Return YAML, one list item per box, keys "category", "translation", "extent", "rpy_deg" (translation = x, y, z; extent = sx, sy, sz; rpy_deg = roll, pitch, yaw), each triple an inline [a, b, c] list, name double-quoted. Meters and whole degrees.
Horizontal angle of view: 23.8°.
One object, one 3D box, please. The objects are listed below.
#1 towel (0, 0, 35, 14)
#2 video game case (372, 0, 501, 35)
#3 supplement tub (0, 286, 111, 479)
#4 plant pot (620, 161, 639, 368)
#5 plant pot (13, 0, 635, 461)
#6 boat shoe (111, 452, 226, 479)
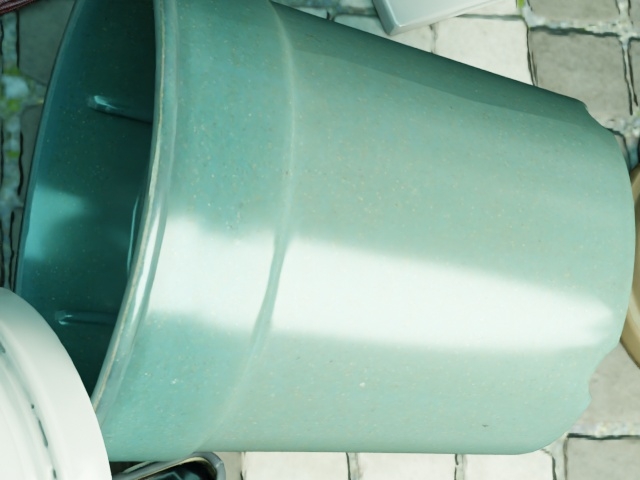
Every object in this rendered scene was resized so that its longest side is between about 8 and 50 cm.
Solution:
- category: "towel"
  translation: [-0.226, -0.354, 1.159]
  extent: [0.237, 0.037, 0.329]
  rpy_deg: [-28, 85, -20]
- category: "video game case"
  translation: [0.105, -0.299, 1.241]
  extent: [0.206, 0.026, 0.227]
  rpy_deg: [-20, 82, -19]
- category: "supplement tub"
  translation: [-0.296, 0.156, 0.789]
  extent: [0.325, 0.235, 0.235]
  rpy_deg: [-16, 81, -36]
- category: "plant pot"
  translation: [0.347, 0.016, 1.186]
  extent: [0.237, 0.110, 0.237]
  rpy_deg: [3, 77, -15]
- category: "plant pot"
  translation: [0.000, 0.000, 0.995]
  extent: [0.334, 0.341, 0.341]
  rpy_deg: [10, 74, -21]
- category: "boat shoe"
  translation: [-0.170, 0.218, 1.004]
  extent: [0.254, 0.079, 0.095]
  rpy_deg: [-26, 72, -20]
